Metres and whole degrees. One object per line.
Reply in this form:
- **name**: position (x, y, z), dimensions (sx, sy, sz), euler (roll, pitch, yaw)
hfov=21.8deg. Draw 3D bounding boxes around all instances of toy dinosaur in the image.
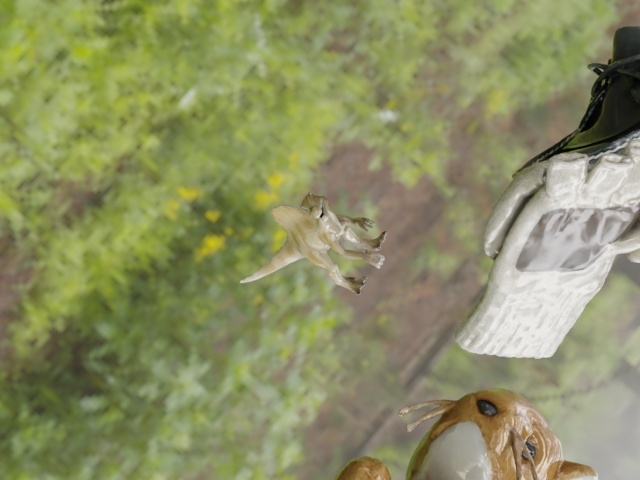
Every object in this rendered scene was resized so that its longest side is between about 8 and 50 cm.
- **toy dinosaur**: position (0.000, 0.000, 1.309), dimensions (0.053, 0.093, 0.183), euler (-67, -173, -24)

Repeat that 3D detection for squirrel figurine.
- **squirrel figurine**: position (0.114, 0.340, 1.696), dimensions (0.370, 0.281, 0.397), euler (-53, 144, -25)

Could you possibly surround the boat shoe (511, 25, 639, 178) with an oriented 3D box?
- **boat shoe**: position (0.257, -0.111, 1.237), dimensions (0.340, 0.113, 0.127), euler (-24, -169, -27)

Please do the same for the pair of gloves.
- **pair of gloves**: position (0.212, 0.001, 1.029), dimensions (0.204, 0.240, 0.042), euler (104, -20, -52)
